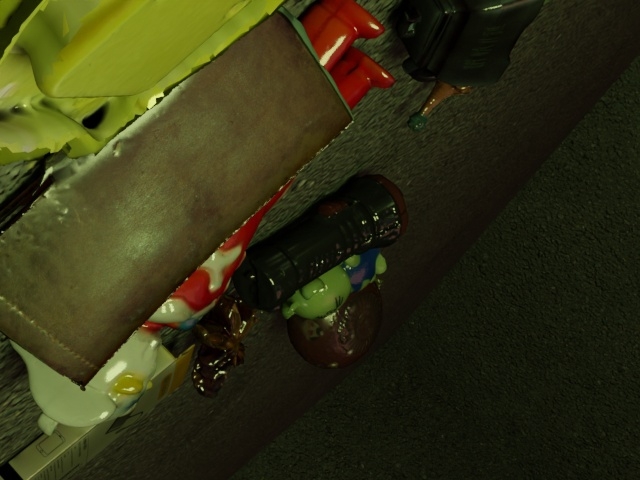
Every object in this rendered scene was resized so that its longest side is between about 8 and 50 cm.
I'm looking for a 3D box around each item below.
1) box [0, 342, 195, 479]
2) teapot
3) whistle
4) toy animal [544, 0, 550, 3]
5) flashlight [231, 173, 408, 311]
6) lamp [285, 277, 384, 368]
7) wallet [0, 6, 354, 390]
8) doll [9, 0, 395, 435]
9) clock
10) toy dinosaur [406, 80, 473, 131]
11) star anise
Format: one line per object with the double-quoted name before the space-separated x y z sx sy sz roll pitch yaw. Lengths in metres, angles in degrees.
"box" -0.243 0.199 1.080 0.247 0.033 0.129 -39 167 -29
"teapot" 0.109 -0.187 0.827 0.096 0.087 0.177 -17 158 -21
"whistle" 0.031 0.033 1.339 0.227 0.085 0.105 -38 176 -34
"toy animal" 0.206 -0.267 0.857 0.176 0.073 0.217 -116 -132 -67
"flashlight" 0.000 0.000 1.122 0.232 0.093 0.093 -29 161 -40
"lamp" 0.013 0.106 1.447 0.157 0.134 0.157 22 84 -51
"wallet" -0.096 -0.032 0.609 0.255 0.031 0.137 -44 134 -6
"doll" -0.088 -0.008 0.745 0.384 0.099 0.188 -49 169 2
"clock" -0.055 -0.137 0.416 0.293 0.071 0.277 -37 -179 6
"toy dinosaur" 0.145 -0.178 1.073 0.154 0.049 0.055 -49 173 -7
"star anise" -0.119 0.131 1.165 0.097 0.070 0.191 -50 156 -45
